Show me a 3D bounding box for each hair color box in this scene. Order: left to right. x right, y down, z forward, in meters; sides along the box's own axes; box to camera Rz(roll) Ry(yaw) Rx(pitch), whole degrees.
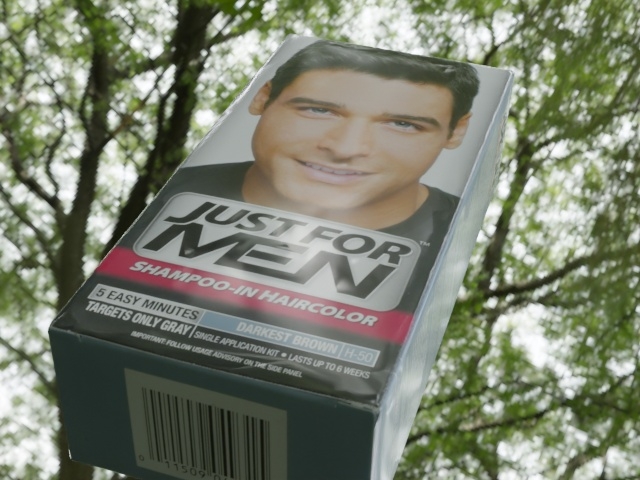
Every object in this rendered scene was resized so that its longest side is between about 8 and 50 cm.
[{"bbox_3d":[0.000,0.000,0.691,0.185,0.374,0.113,12,-52,14],"label":"hair color box"}]
